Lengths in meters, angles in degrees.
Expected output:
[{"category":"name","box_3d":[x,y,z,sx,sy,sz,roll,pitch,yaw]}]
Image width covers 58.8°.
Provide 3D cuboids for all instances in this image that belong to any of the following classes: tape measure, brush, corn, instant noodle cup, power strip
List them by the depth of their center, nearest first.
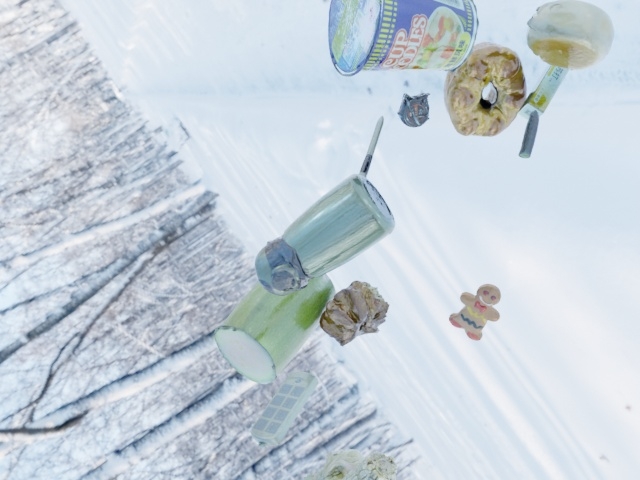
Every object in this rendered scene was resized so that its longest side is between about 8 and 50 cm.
[{"category":"power strip","box_3d":[-0.079,0.377,1.309,0.080,0.227,0.029,-2,125,37]},{"category":"corn","box_3d":[0.110,0.586,1.382,0.087,0.087,0.211,52,135,21]},{"category":"instant noodle cup","box_3d":[0.213,-0.542,1.429,0.284,0.313,0.284,179,90,-65]},{"category":"tape measure","box_3d":[0.261,-0.365,1.589,0.054,0.091,0.094,-107,17,-67]},{"category":"brush","box_3d":[0.154,-0.268,1.731,0.039,0.299,0.042,16,156,10]}]

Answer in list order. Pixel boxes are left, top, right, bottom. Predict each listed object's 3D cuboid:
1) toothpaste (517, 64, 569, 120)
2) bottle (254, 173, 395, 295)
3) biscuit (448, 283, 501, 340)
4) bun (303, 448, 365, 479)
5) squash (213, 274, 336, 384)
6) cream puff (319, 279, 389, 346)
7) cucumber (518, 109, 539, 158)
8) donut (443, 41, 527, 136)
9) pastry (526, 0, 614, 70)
[{"category":"toothpaste","box_3d":[0.764,-0.537,1.869,0.071,0.312,0.089,33,168,2]},{"category":"bottle","box_3d":[-0.001,0.001,1.346,0.168,0.347,0.168,47,-162,-21]},{"category":"biscuit","box_3d":[0.593,0.264,2.146,0.165,0.036,0.250,35,125,11]},{"category":"bun","box_3d":[0.045,0.669,1.570,0.116,0.237,0.210,61,-146,-21]},{"category":"squash","box_3d":[-0.145,0.258,1.916,0.263,0.384,0.263,24,141,21]},{"category":"cream puff","box_3d":[0.119,0.233,1.884,0.154,0.269,0.241,58,135,29]},{"category":"cucumber","box_3d":[0.534,-0.273,1.442,0.032,0.133,0.032,18,167,4]},{"category":"donut","box_3d":[0.562,-0.512,1.947,0.299,0.317,0.150,12,-150,-18]},{"category":"pastry","box_3d":[0.734,-0.607,1.679,0.265,0.133,0.265,17,180,0]}]
